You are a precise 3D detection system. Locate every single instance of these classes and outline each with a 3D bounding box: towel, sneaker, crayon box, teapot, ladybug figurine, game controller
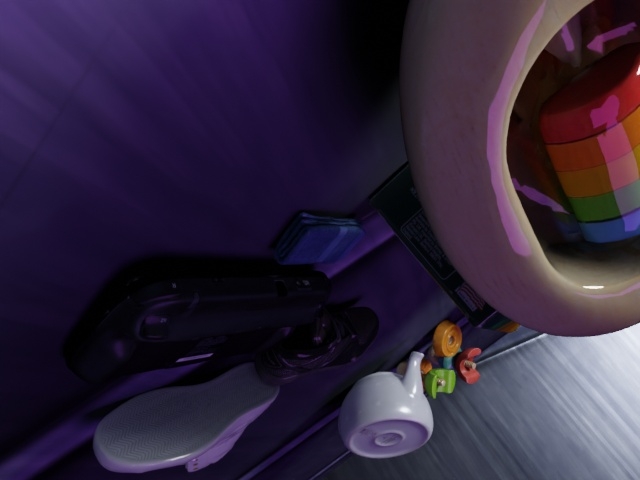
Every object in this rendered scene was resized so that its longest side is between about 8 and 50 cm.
[{"bbox_3d":[0.000,0.000,0.655,0.119,0.029,0.067,0,136,-54],"label":"towel"},{"bbox_3d":[0.018,0.139,0.851,0.227,0.087,0.130,-12,152,-35],"label":"sneaker"},{"bbox_3d":[0.207,0.023,0.768,0.081,0.202,0.318,-43,156,13],"label":"crayon box"},{"bbox_3d":[0.157,0.427,1.440,0.255,0.187,0.253,-11,134,3],"label":"teapot"},{"bbox_3d":[0.214,-0.094,0.474,0.305,0.162,0.449,-33,125,2],"label":"ladybug figurine"},{"bbox_3d":[-0.118,0.091,0.639,0.166,0.067,0.319,-34,159,28],"label":"game controller"},{"bbox_3d":[-0.197,0.283,0.790,0.292,0.108,0.169,-5,137,-52],"label":"sneaker"}]

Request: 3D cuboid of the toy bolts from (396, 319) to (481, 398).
[{"bbox_3d":[0.330,0.319,1.589,0.228,0.158,0.219,3,94,-41],"label":"toy bolts"}]
